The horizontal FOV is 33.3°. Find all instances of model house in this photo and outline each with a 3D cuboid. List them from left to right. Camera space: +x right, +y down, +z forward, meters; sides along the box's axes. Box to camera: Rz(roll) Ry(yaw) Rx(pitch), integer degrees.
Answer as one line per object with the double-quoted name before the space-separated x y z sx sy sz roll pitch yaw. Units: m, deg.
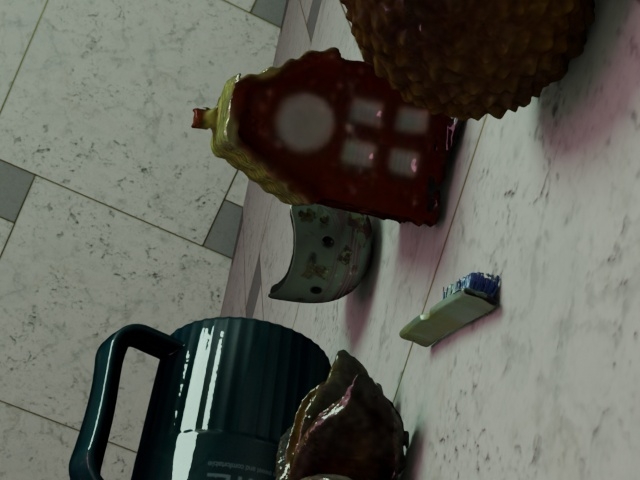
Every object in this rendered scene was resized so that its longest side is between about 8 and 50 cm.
"model house" -0.003 -0.108 1.089 0.196 0.254 0.160 -163 81 -81

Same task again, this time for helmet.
"helmet" 0.013 0.006 1.313 0.177 0.107 0.153 -54 -23 -66

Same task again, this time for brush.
"brush" 0.107 0.060 0.914 0.178 0.033 0.030 129 157 -69

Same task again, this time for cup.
"cup" -0.138 0.263 1.320 0.242 0.308 0.292 104 175 -55

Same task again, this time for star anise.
"star anise" 0.008 0.268 1.026 0.332 0.118 0.331 -161 90 -83

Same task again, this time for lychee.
"lychee" 0.103 -0.197 0.757 0.200 0.200 0.238 -89 5 -46
